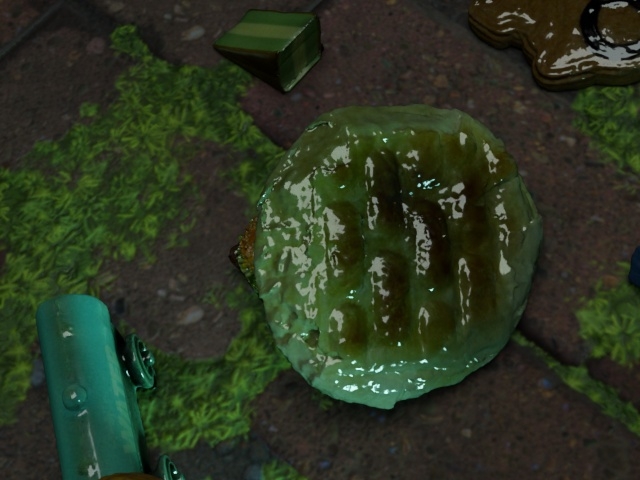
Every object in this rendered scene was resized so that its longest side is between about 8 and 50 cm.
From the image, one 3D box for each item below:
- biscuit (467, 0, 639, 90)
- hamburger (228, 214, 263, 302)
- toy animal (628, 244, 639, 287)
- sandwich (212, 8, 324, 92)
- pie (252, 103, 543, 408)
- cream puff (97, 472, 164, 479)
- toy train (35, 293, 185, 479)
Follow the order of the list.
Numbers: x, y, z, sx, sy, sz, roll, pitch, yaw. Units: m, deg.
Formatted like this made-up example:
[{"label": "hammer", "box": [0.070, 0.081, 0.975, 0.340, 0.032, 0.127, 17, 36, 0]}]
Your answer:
[{"label": "biscuit", "box": [0.306, -0.263, 1.380, 0.291, 0.041, 0.208, -7, 60, 4]}, {"label": "hamburger", "box": [0.000, 0.000, 1.256, 0.166, 0.087, 0.137, -36, 63, -12]}, {"label": "toy animal", "box": [0.382, 0.070, 1.127, 0.255, 0.239, 0.176, -11, 86, 48]}, {"label": "sandwich", "box": [-0.063, -0.231, 1.396, 0.116, 0.074, 0.074, 34, 71, 23]}, {"label": "pie", "box": [0.075, 0.004, 1.191, 0.307, 0.071, 0.306, 3, 82, -19]}, {"label": "cream puff", "box": [-0.163, 0.354, 0.958, 0.231, 0.327, 0.343, 22, 50, 11]}, {"label": "toy train", "box": [-0.200, 0.165, 1.161, 0.101, 0.159, 0.248, -20, 62, 3]}]
